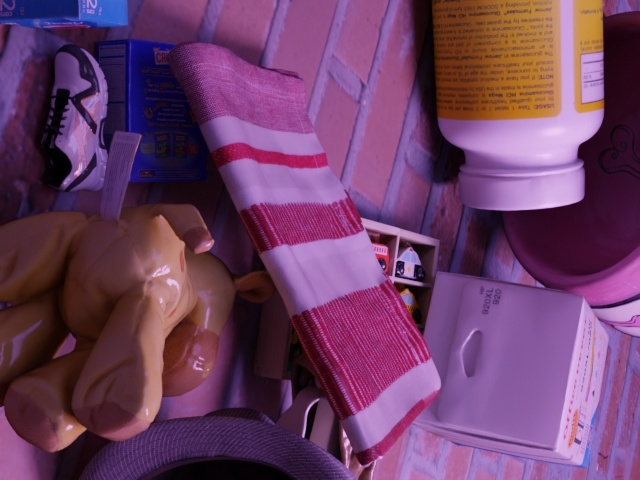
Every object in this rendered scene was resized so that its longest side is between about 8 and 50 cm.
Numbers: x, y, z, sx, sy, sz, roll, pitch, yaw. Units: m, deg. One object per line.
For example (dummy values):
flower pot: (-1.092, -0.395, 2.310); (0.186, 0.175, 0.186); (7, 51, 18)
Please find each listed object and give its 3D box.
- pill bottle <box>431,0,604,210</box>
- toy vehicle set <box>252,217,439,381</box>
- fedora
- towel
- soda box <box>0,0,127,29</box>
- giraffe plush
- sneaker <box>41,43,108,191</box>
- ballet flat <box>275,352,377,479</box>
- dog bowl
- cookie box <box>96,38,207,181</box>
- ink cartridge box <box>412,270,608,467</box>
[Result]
pill bottle: (0.220, -0.209, 1.221); (0.188, 0.188, 0.334); (-19, 109, -53)
toy vehicle set: (0.035, 0.062, 1.113); (0.267, 0.035, 0.166); (13, 83, -55)
fedora: (-0.066, 0.233, 0.866); (0.124, 0.243, 0.275); (-77, 156, -70)
towel: (0.000, 0.000, 0.875); (0.329, 0.037, 0.237); (64, 16, 4)
soda box: (-0.178, -0.250, 0.733); (0.067, 0.071, 0.210); (-20, 111, -70)
giraffe plush: (-0.129, 0.047, 0.772); (0.210, 0.181, 0.170); (-63, 154, -3)
sneaker: (-0.179, -0.086, 0.786); (0.044, 0.040, 0.109); (-17, 107, -51)
ballet flat: (-0.010, 0.249, 0.997); (0.124, 0.116, 0.342); (0, 105, -40)
dog bowl: (0.376, -0.092, 1.306); (0.150, 0.408, 0.408); (13, 82, -28)
cookie box: (-0.131, -0.100, 0.854); (0.092, 0.040, 0.107); (-5, 97, -55)
ink cartridge box: (0.220, 0.153, 1.238); (0.232, 0.168, 0.171); (36, 64, -64)
